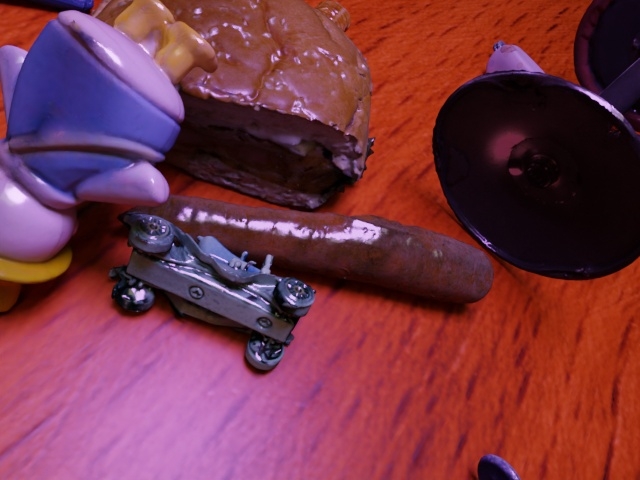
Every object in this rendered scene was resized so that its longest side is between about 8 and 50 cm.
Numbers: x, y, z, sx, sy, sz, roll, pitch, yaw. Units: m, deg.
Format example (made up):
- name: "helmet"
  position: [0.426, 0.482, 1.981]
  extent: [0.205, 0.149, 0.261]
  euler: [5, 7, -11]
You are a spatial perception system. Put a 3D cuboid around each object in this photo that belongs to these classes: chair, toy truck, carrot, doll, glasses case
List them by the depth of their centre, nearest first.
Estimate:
- name: "doll"
  position: [-0.173, -0.056, 0.338]
  extent: [0.135, 0.241, 0.099]
  euler: [36, 12, -23]
- name: "toy truck"
  position: [-0.080, 0.028, 0.398]
  extent: [0.154, 0.080, 0.078]
  euler: [24, 34, -6]
- name: "carrot"
  position: [0.000, 0.001, 0.457]
  extent: [0.342, 0.070, 0.070]
  euler: [11, 53, -14]
- name: "chair"
  position: [0.330, -0.163, 0.558]
  extent: [0.401, 0.226, 0.226]
  euler: [-40, 78, -25]
- name: "glasses case"
  position: [0.299, -0.213, 0.734]
  extent: [0.041, 0.063, 0.164]
  euler: [-14, 64, -33]

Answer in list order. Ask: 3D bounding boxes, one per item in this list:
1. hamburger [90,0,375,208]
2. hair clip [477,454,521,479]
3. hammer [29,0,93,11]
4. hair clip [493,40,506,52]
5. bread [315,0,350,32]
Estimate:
- name: "hamburger"
  position: [-0.081, -0.161, 0.492]
  extent: [0.308, 0.132, 0.211]
  euler: [14, 57, -11]
- name: "hair clip"
  position: [0.211, 0.282, 0.369]
  extent: [0.275, 0.048, 0.083]
  euler: [41, 50, 2]
- name: "hammer"
  position: [-0.332, -0.268, 0.509]
  extent: [0.193, 0.069, 0.116]
  euler: [2, 55, -32]
- name: "hair clip"
  position: [0.341, -0.223, 0.772]
  extent: [0.039, 0.070, 0.229]
  euler: [-26, 63, -35]
- name: "bread"
  position: [-0.003, -0.257, 0.647]
  extent: [0.052, 0.044, 0.157]
  euler: [31, 51, -8]
